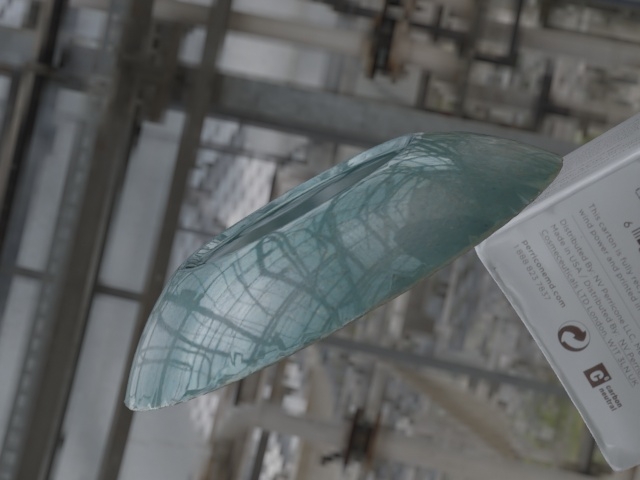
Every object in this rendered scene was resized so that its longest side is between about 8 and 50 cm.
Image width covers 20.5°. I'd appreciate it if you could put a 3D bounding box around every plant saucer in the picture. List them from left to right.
[{"bbox_3d":[0.000,0.000,0.689,0.037,0.195,0.195,61,-161,-7],"label":"plant saucer"}]

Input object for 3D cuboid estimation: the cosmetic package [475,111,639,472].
[{"bbox_3d":[0.204,0.006,0.984,0.151,0.151,0.184,59,-156,-3],"label":"cosmetic package"}]
